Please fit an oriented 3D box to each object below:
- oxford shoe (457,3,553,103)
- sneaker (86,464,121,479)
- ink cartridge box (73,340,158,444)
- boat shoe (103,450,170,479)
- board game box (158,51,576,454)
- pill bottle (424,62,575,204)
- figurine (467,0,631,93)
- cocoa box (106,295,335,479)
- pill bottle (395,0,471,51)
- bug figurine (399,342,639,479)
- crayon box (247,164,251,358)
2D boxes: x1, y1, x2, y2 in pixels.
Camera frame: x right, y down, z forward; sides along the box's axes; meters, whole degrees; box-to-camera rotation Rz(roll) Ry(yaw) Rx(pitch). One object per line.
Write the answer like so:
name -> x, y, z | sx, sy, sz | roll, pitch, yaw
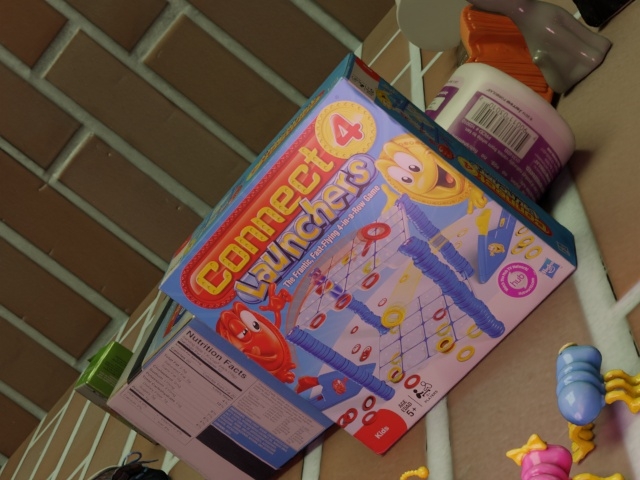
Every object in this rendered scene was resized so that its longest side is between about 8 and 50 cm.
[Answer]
oxford shoe -> 0.246, -0.196, 1.848 | 0.363, 0.130, 0.132 | -80, -3, -55
sneaker -> -0.422, 0.475, 2.417 | 0.226, 0.086, 0.163 | -52, 13, 5
ink cartridge box -> -0.357, 0.291, 2.479 | 0.097, 0.189, 0.255 | -58, 11, -22
boat shoe -> -0.294, 0.389, 2.158 | 0.109, 0.089, 0.258 | -56, 11, -19
board game box -> 0.046, 0.021, 1.378 | 0.308, 0.302, 0.086 | -48, 12, 22
pill bottle -> 0.143, -0.040, 1.534 | 0.301, 0.169, 0.169 | -53, 11, -6
figurine -> 0.293, -0.332, 1.750 | 0.215, 0.209, 0.092 | -58, 12, -29
cocoa box -> -0.081, 0.117, 1.780 | 0.228, 0.231, 0.347 | -44, 13, 37
pill bottle -> 0.245, -0.492, 2.528 | 0.188, 0.188, 0.334 | -44, 13, 36
bug figurine -> 0.138, 0.198, 1.038 | 0.279, 0.072, 0.216 | -47, 12, 22
crayon box -> 0.000, 0.000, 1.599 | 0.323, 0.083, 0.203 | -16, -59, -52
